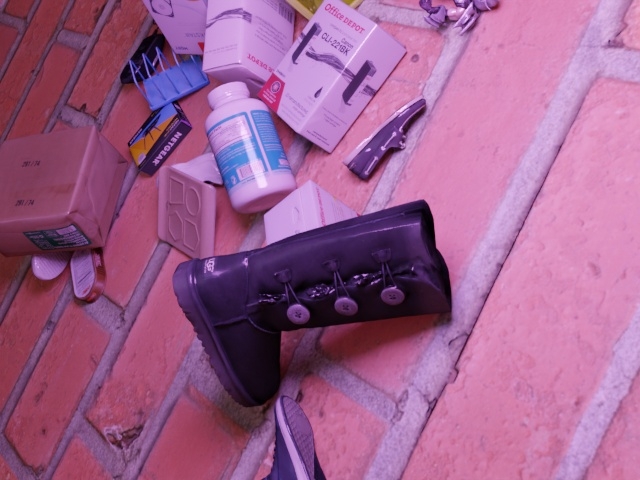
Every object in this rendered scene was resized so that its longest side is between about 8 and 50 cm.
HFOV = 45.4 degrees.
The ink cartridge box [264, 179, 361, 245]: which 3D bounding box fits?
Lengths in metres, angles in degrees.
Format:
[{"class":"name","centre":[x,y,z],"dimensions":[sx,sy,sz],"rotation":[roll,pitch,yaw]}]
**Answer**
[{"class":"ink cartridge box","centre":[0.000,0.000,1.431],"dimensions":[0.127,0.176,0.128],"rotation":[-35,42,25]}]

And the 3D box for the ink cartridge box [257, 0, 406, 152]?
[{"class":"ink cartridge box","centre":[0.021,-0.356,1.624],"dimensions":[0.272,0.114,0.197],"rotation":[-52,46,10]}]

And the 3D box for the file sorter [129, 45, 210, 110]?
[{"class":"file sorter","centre":[-0.398,-0.444,1.998],"dimensions":[0.170,0.104,0.118],"rotation":[-25,53,4]}]

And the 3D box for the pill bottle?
[{"class":"pill bottle","centre":[-0.157,-0.201,1.635],"dimensions":[0.146,0.146,0.263],"rotation":[-26,78,31]}]

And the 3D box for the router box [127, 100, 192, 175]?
[{"class":"router box","centre":[-0.427,-0.278,2.030],"dimensions":[0.179,0.046,0.133],"rotation":[-47,47,14]}]

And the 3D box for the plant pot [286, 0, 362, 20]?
[{"class":"plant pot","centre":[-0.003,-0.647,1.704],"dimensions":[0.228,0.227,0.207],"rotation":[-40,45,20]}]

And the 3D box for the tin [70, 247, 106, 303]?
[{"class":"tin","centre":[-0.626,0.081,2.055],"dimensions":[0.106,0.040,0.189],"rotation":[-42,49,25]}]

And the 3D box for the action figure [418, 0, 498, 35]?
[{"class":"action figure","centre":[0.247,-0.514,1.511],"dimensions":[0.185,0.099,0.285],"rotation":[-49,51,1]}]

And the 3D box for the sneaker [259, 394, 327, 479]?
[{"class":"sneaker","centre":[-0.084,0.412,1.398],"dimensions":[0.163,0.086,0.226],"rotation":[-35,53,22]}]

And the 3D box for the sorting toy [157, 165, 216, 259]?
[{"class":"sorting toy","centre":[-0.311,-0.063,1.800],"dimensions":[0.208,0.038,0.192],"rotation":[23,116,42]}]

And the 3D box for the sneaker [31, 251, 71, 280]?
[{"class":"sneaker","centre":[-0.787,0.009,2.193],"dimensions":[0.161,0.102,0.282],"rotation":[-28,46,35]}]

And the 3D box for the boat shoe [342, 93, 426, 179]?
[{"class":"boat shoe","centre":[0.137,-0.202,1.509],"dimensions":[0.206,0.075,0.065],"rotation":[-42,92,13]}]

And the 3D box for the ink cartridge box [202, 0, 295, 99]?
[{"class":"ink cartridge box","centre":[-0.158,-0.483,1.747],"dimensions":[0.115,0.198,0.272],"rotation":[-3,78,31]}]

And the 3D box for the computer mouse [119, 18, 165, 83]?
[{"class":"computer mouse","centre":[-0.455,-0.541,2.165],"dimensions":[0.184,0.060,0.261],"rotation":[4,62,46]}]

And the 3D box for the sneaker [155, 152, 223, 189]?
[{"class":"sneaker","centre":[-0.319,-0.139,1.860],"dimensions":[0.212,0.080,0.094],"rotation":[-19,72,33]}]

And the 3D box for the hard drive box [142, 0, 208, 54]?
[{"class":"hard drive box","centre":[-0.308,-0.556,1.828],"dimensions":[0.181,0.232,0.089],"rotation":[8,63,25]}]

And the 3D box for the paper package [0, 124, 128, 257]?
[{"class":"paper package","centre":[-0.720,-0.128,2.051],"dimensions":[0.325,0.168,0.309],"rotation":[-6,58,19]}]

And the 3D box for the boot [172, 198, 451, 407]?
[{"class":"boot","centre":[0.017,0.130,1.360],"dimensions":[0.446,0.367,0.146],"rotation":[-15,42,11]}]
